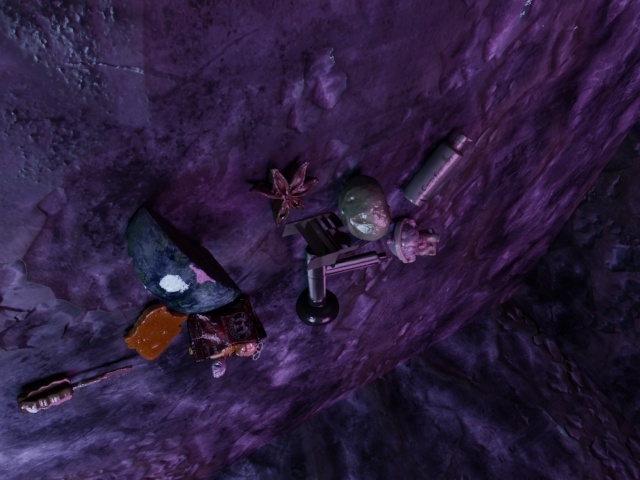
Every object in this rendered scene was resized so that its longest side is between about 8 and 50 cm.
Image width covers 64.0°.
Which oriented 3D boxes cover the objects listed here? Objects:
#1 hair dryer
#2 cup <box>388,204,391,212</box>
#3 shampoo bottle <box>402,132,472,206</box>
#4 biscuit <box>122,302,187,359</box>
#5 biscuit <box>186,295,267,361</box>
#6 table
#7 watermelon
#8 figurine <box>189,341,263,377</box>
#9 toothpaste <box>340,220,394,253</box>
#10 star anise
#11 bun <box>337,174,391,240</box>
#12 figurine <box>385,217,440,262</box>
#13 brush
[{"bbox_3d":[0.072,0.144,1.734,0.284,0.155,0.320,5,134,-6],"label":"hair dryer"},{"bbox_3d":[0.164,-0.100,1.606,0.100,0.077,0.078,-26,149,-17],"label":"cup"},{"bbox_3d":[0.371,-0.231,1.630,0.085,0.085,0.262,2,133,-48],"label":"shampoo bottle"},{"bbox_3d":[-0.479,0.264,1.482,0.183,0.043,0.280,-13,148,-30],"label":"biscuit"},{"bbox_3d":[-0.291,0.269,1.591,0.235,0.151,0.063,-15,-179,-30],"label":"biscuit"},{"bbox_3d":[0.000,0.000,1.502,0.175,0.146,0.062,-13,143,-34],"label":"table"},{"bbox_3d":[-0.342,0.057,1.215,0.148,0.226,0.318,-39,117,5],"label":"watermelon"},{"bbox_3d":[-0.311,0.350,1.707,0.240,0.116,0.174,-2,118,-39],"label":"figurine"},{"bbox_3d":[0.158,-0.014,1.756,0.193,0.044,0.070,-26,149,-19],"label":"toothpaste"},{"bbox_3d":[-0.085,-0.133,1.315,0.172,0.063,0.208,-40,148,-3],"label":"star anise"},{"bbox_3d":[0.117,-0.089,1.464,0.118,0.195,0.195,-19,147,-17],"label":"bun"},{"bbox_3d":[0.329,0.002,1.861,0.141,0.162,0.237,-4,172,39],"label":"figurine"},{"bbox_3d":[-0.682,0.404,1.443,0.301,0.071,0.084,-15,156,-33],"label":"brush"}]
